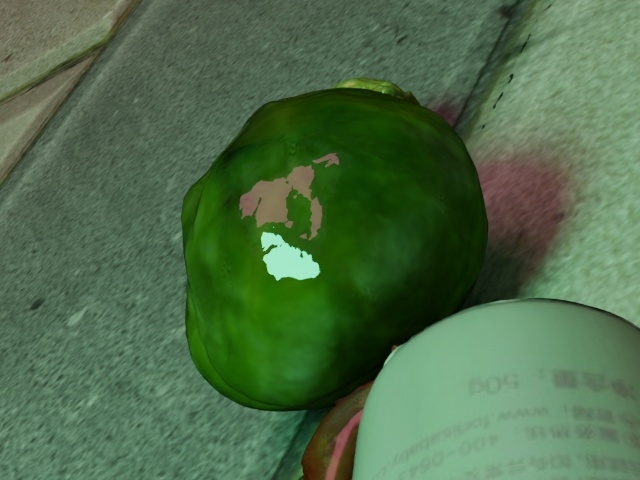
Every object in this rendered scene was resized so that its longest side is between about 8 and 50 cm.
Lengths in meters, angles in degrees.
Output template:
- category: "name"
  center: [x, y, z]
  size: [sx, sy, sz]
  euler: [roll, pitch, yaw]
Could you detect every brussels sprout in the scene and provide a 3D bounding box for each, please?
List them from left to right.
- category: "brussels sprout"
  center: [0.005, 0.001, 0.921]
  size: [0.181, 0.143, 0.161]
  euler: [-97, 23, -52]

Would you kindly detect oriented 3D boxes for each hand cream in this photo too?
- category: "hand cream"
  center: [0.068, 0.162, 0.552]
  size: [0.185, 0.118, 0.359]
  euler: [-18, 33, 17]

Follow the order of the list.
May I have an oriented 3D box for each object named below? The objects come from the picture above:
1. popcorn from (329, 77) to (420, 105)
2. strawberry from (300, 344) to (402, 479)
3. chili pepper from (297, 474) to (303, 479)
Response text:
- category: "popcorn"
  center: [0.032, -0.064, 1.110]
  size: [0.059, 0.068, 0.083]
  euler: [-36, -12, -13]
- category: "strawberry"
  center: [0.027, 0.097, 0.800]
  size: [0.104, 0.048, 0.152]
  euler: [-15, 34, 40]
- category: "chili pepper"
  center: [-0.008, 0.119, 0.863]
  size: [0.091, 0.034, 0.030]
  euler: [-46, -12, -10]
